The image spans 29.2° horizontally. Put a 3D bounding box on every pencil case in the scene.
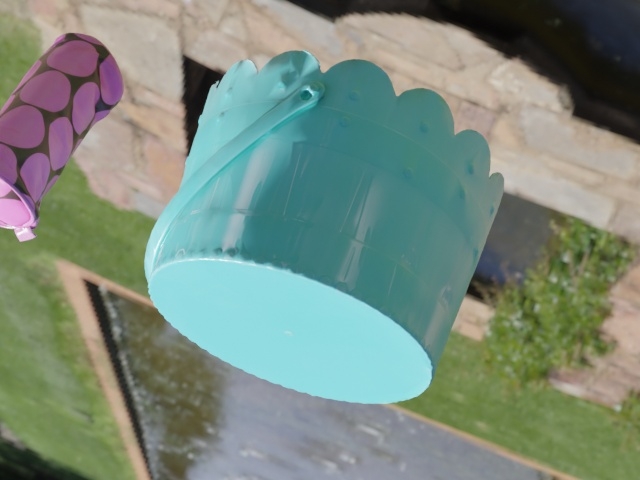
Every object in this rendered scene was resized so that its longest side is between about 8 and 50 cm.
[{"bbox_3d":[-0.263,-0.103,1.177,0.095,0.209,0.098,-13,128,41],"label":"pencil case"}]

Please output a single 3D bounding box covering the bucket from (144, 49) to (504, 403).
[{"bbox_3d":[0.000,0.000,1.006,0.281,0.183,0.281,16,153,8],"label":"bucket"}]
